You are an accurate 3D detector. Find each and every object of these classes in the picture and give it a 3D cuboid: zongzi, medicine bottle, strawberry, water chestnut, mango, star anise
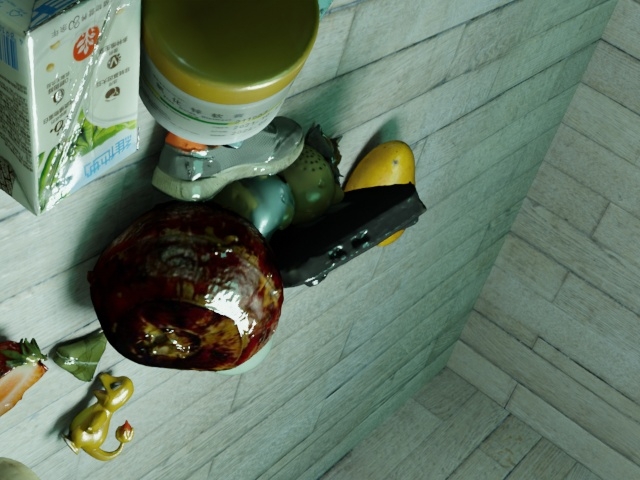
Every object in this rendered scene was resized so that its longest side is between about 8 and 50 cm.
[{"bbox_3d":[-0.428,0.190,1.919,0.113,0.052,0.104,-63,156,-17],"label":"zongzi"},{"bbox_3d":[-0.139,-0.277,1.478,0.238,0.238,0.232,-46,178,-21],"label":"medicine bottle"},{"bbox_3d":[-0.526,0.232,1.724,0.187,0.082,0.146,-51,154,8],"label":"strawberry"},{"bbox_3d":[-0.234,0.064,1.864,0.302,0.350,0.351,-96,-164,-47],"label":"water chestnut"},{"bbox_3d":[0.142,-0.111,2.527,0.191,0.160,0.290,-22,139,-40],"label":"mango"},{"bbox_3d":[-0.048,-0.128,2.284,0.227,0.219,0.148,-19,-157,16],"label":"star anise"}]

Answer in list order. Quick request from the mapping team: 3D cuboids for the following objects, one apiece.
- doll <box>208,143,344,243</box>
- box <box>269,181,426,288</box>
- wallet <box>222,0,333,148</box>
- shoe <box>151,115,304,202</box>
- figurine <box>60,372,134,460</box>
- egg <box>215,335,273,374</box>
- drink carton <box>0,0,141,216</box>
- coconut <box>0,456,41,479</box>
[{"bbox_3d":[-0.088,-0.095,2.034,0.260,0.177,0.162,-26,147,-45],"label":"doll"},{"bbox_3d":[0.000,0.000,2.099,0.350,0.091,0.359,-32,-169,-26],"label":"box"},{"bbox_3d":[-0.105,-0.342,1.679,0.190,0.046,0.379,32,91,-36],"label":"wallet"},{"bbox_3d":[-0.153,-0.195,1.835,0.336,0.132,0.171,-28,137,-44],"label":"shoe"},{"bbox_3d":[-0.416,0.350,2.070,0.176,0.122,0.121,-58,-167,-9],"label":"figurine"},{"bbox_3d":[-0.201,0.186,2.200,0.183,0.183,0.264,-56,152,2],"label":"egg"},{"bbox_3d":[-0.343,-0.214,1.368,0.194,0.132,0.325,-40,156,-35],"label":"drink carton"},{"bbox_3d":[-0.573,0.480,1.831,0.224,0.224,0.224,-44,157,-25],"label":"coconut"}]
